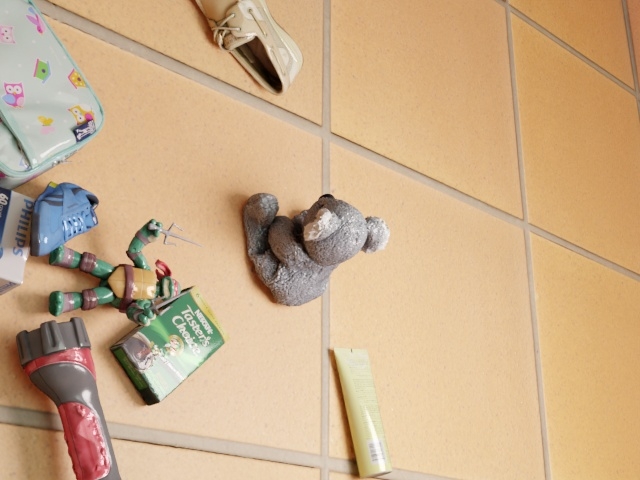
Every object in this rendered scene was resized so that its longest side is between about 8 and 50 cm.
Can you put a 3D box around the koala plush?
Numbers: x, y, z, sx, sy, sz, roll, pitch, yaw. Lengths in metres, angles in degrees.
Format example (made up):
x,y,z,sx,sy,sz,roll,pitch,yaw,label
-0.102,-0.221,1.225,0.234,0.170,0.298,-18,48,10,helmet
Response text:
x,y,z,sx,sy,sz,roll,pitch,yaw,label
0.000,0.000,1.668,0.196,0.221,0.203,14,64,-41,koala plush

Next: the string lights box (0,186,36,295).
x,y,z,sx,sy,sz,roll,pitch,yaw,label
-0.523,-0.029,1.268,0.260,0.077,0.133,24,58,-37,string lights box

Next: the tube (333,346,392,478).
x,y,z,sx,sy,sz,roll,pitch,yaw,label
0.079,0.314,1.743,0.070,0.062,0.240,78,1,-71,tube

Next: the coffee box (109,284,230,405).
x,y,z,sx,sy,sz,roll,pitch,yaw,label
-0.235,0.163,1.499,0.184,0.040,0.113,-40,102,-46,coffee box

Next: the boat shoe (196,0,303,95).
x,y,z,sx,sy,sz,roll,pitch,yaw,label
-0.151,-0.401,1.774,0.302,0.109,0.098,48,45,-27,boat shoe

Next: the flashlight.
x,y,z,sx,sy,sz,roll,pitch,yaw,label
-0.335,0.262,1.299,0.103,0.103,0.304,-13,75,-20,flashlight

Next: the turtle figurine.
x,y,z,sx,sy,sz,roll,pitch,yaw,label
-0.289,0.063,1.434,0.234,0.118,0.175,3,55,-28,turtle figurine

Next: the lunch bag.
x,y,z,sx,sy,sz,roll,pitch,yaw,label
-0.463,-0.218,1.383,0.279,0.108,0.224,58,44,-10,lunch bag

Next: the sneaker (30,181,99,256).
x,y,z,sx,sy,sz,roll,pitch,yaw,label
-0.364,-0.033,1.355,0.082,0.069,0.209,9,20,-7,sneaker
